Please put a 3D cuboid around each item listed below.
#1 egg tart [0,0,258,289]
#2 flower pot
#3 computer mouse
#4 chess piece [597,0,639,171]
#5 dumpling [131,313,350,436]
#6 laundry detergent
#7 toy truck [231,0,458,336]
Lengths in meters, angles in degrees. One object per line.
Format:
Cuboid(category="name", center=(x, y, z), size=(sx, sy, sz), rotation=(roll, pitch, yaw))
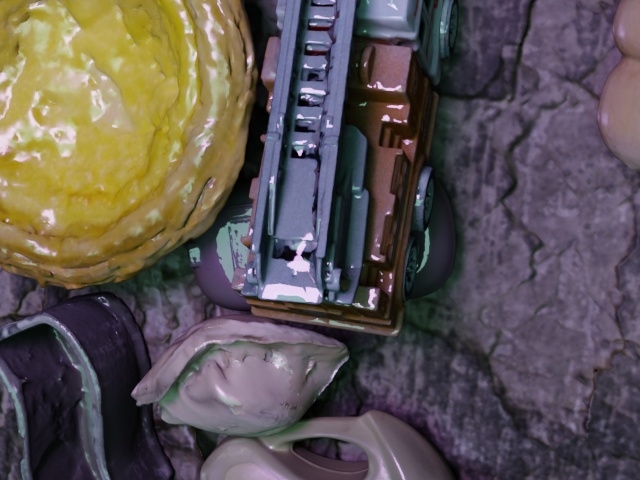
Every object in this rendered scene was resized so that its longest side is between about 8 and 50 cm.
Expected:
Cuboid(category="egg tart", center=(-0.198, -0.132, 0.806), size=(0.345, 0.132, 0.346), rotation=(3, 100, 15))
Cuboid(category="flower pot", center=(-0.216, 0.167, 0.883), size=(0.103, 0.108, 0.229), rotation=(-12, 98, 17))
Cuboid(category="computer mouse", center=(0.001, 0.000, 0.816), size=(0.232, 0.057, 0.120), rotation=(-7, 96, 14))
Cuboid(category="chess piece", center=(0.274, -0.172, 0.673), size=(0.142, 0.143, 0.261), rotation=(13, 108, 13))
Cuboid(category="dumpling", center=(-0.077, 0.115, 0.815), size=(0.199, 0.136, 0.118), rotation=(-28, 62, 21))
Cuboid(category="laundry detergent", center=(0.027, 0.241, 0.838), size=(0.253, 0.091, 0.181), rotation=(-9, 92, 17))
Cuboid(category="toy truck", center=(0.018, -0.111, 0.696), size=(0.132, 0.184, 0.339), rotation=(8, 81, 14))
